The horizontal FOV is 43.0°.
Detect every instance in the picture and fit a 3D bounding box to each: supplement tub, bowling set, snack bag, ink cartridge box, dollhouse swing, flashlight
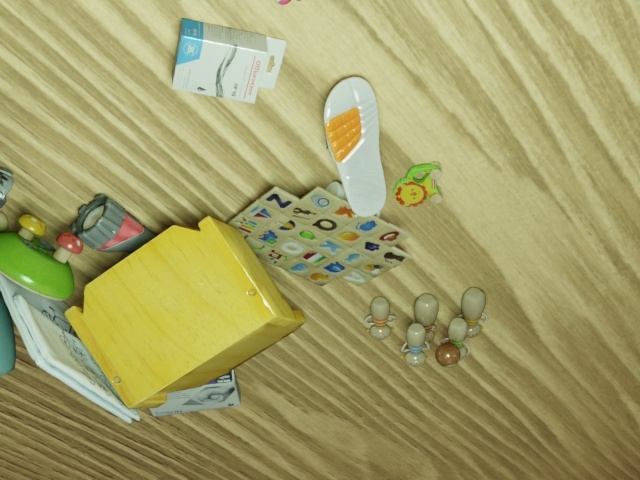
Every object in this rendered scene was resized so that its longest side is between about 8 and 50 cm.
[{"bbox_3d":[0.059,-0.064,1.600,0.107,0.071,0.071,25,125,-28],"label":"supplement tub"},{"bbox_3d":[0.248,0.231,1.823,0.287,0.199,0.154,-4,134,0],"label":"bowling set"},{"bbox_3d":[-0.496,0.175,1.553,0.037,0.342,0.323,-39,144,-4],"label":"snack bag"},{"bbox_3d":[-0.152,-0.296,1.361,0.180,0.060,0.104,8,131,-15],"label":"ink cartridge box"},{"bbox_3d":[-0.308,0.346,1.913,0.223,0.045,0.224,-7,147,-1],"label":"ink cartridge box"},{"bbox_3d":[-0.245,0.139,1.645,0.347,0.305,0.315,-33,92,12],"label":"dollhouse swing"},{"bbox_3d":[-0.349,0.033,1.614,0.103,0.103,0.304,-13,137,33],"label":"flashlight"}]

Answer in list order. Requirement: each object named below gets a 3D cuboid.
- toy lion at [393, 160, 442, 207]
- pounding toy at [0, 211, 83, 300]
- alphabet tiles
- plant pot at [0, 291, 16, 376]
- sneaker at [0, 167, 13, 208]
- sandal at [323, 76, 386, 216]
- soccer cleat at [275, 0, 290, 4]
[{"bbox_3d":[0.192,-0.107,1.610,0.096,0.034,0.100,-3,133,5],"label":"toy lion"},{"bbox_3d":[-0.523,0.005,1.506,0.183,0.237,0.110,33,94,-38],"label":"pounding toy"},{"bbox_3d":[0.000,0.000,1.634,0.343,0.011,0.285,26,142,-28],"label":"alphabet tiles"},{"bbox_3d":[-0.734,0.141,1.571,0.290,0.290,0.195,7,95,-15],"label":"plant pot"},{"bbox_3d":[-0.608,-0.141,1.418,0.153,0.101,0.268,18,134,-23],"label":"sneaker"},{"bbox_3d":[0.055,-0.170,1.484,0.102,0.076,0.265,-17,117,-13],"label":"sandal"},{"bbox_3d":[0.018,-0.497,1.182,0.143,0.116,0.331,42,119,-13],"label":"soccer cleat"}]
